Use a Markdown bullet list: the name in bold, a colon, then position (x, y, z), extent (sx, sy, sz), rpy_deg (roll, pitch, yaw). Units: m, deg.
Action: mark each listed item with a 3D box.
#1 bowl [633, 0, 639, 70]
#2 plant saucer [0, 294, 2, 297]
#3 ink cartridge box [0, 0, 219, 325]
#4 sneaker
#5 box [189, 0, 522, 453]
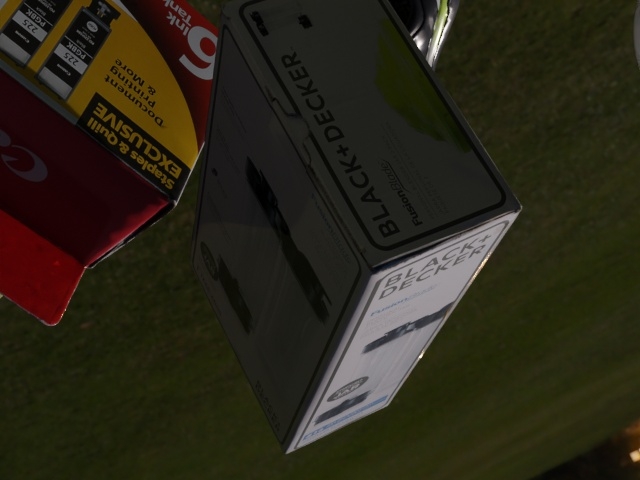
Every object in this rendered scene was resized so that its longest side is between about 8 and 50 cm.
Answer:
- **bowl**: position (0.281, -0.063, 0.563), extent (0.298, 0.298, 0.134), rpy_deg (7, 117, -59)
- **plant saucer**: position (-0.451, -0.027, 1.216), extent (0.241, 0.241, 0.037), rpy_deg (-33, 179, 23)
- **ink cartridge box**: position (-0.241, -0.134, 0.794), extent (0.309, 0.271, 0.130), rpy_deg (39, 132, -22)
- **sneaker**: position (0.068, -0.187, 1.087), extent (0.097, 0.084, 0.234), rpy_deg (-10, 121, -41)
- **box**: position (0.000, 0.000, 0.630), extent (0.087, 0.169, 0.290), rpy_deg (-21, 157, -20)
